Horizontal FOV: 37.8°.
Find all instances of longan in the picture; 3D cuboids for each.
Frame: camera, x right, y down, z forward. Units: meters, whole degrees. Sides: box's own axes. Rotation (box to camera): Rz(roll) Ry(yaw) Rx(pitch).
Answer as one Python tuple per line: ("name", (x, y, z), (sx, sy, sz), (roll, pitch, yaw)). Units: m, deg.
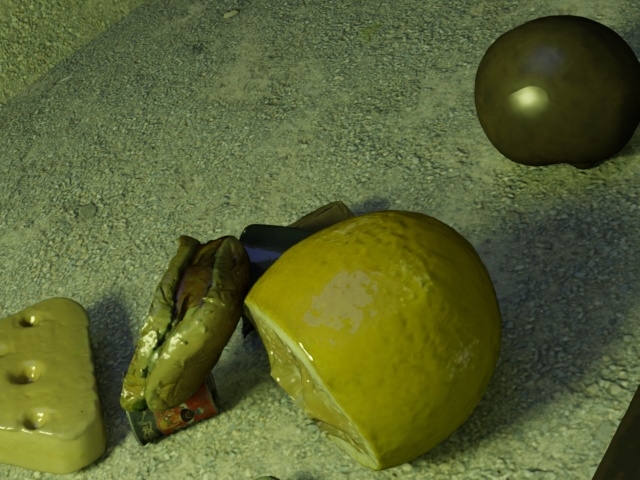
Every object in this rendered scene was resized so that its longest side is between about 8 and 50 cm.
("longan", (0.425, -0.261, 1.658), (0.297, 0.297, 0.297), (-16, 37, 12))

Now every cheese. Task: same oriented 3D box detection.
("cheese", (-0.558, 0.259, 1.605), (0.383, 0.104, 0.384), (2, 32, -1))

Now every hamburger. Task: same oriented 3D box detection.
("hamburger", (-0.196, 0.125, 1.396), (0.134, 0.285, 0.266), (18, 43, -8))

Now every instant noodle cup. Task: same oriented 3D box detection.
("instant noodle cup", (-0.240, 0.257, 1.518), (0.135, 0.127, 0.127), (-15, 36, -2))

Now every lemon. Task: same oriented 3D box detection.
("lemon", (0.095, 0.116, 1.305), (0.364, 0.364, 0.364), (-16, 37, 12))

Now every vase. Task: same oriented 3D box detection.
("vase", (0.031, 0.059, 1.542), (0.321, 0.173, 0.173), (0, 40, 8))

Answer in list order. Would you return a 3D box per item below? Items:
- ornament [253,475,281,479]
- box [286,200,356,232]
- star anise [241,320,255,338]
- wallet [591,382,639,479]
("ornament", (-0.116, 0.384, 1.308), (0.156, 0.081, 0.075), (-27, 31, 4))
("box", (0.000, 0.000, 1.719), (0.177, 0.111, 0.111), (-31, 36, -16))
("star anise", (-0.109, 0.102, 1.675), (0.124, 0.056, 0.129), (-25, 51, -5))
("wallet", (0.436, 0.272, 1.160), (0.165, 0.042, 0.309), (9, 46, 40))
